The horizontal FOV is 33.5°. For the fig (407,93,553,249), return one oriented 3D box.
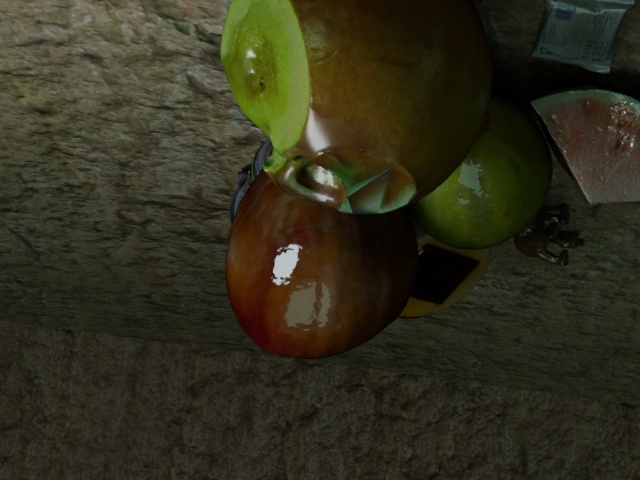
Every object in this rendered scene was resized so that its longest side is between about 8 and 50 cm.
[{"bbox_3d":[0.244,-0.122,1.720,0.258,0.258,0.326,5,169,12],"label":"fig"}]

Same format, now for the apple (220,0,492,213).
[{"bbox_3d":[0.042,-0.211,1.470,0.384,0.374,0.374,3,159,17],"label":"apple"}]

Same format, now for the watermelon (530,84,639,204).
[{"bbox_3d":[0.450,-0.159,1.697,0.256,0.176,0.260,0,126,46],"label":"watermelon"}]

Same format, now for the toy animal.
[{"bbox_3d":[0.437,-0.024,2.199,0.157,0.097,0.312,14,166,26],"label":"toy animal"}]

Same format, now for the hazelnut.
[{"bbox_3d":[0.001,0.007,1.733,0.366,0.365,0.366,8,160,3],"label":"hazelnut"}]

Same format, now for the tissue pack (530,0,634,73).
[{"bbox_3d":[0.373,-0.301,1.532,0.123,0.026,0.193,8,160,7],"label":"tissue pack"}]

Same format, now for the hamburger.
[{"bbox_3d":[0.200,0.019,2.145,0.302,0.170,0.302,-16,137,-15],"label":"hamburger"}]

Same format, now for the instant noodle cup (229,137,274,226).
[{"bbox_3d":[-0.040,-0.094,2.009,0.302,0.258,0.181,37,148,17],"label":"instant noodle cup"}]
